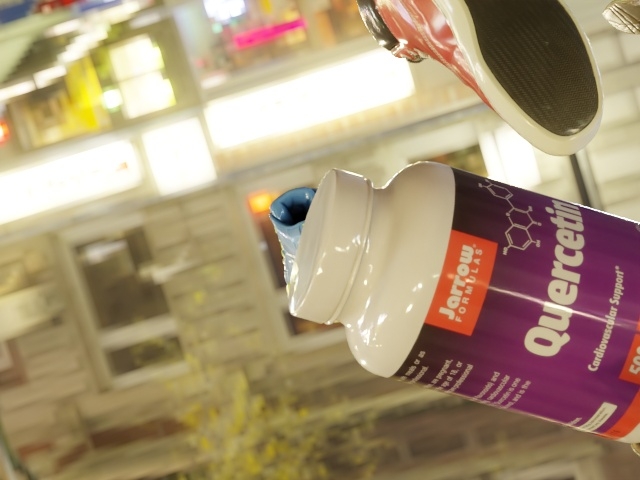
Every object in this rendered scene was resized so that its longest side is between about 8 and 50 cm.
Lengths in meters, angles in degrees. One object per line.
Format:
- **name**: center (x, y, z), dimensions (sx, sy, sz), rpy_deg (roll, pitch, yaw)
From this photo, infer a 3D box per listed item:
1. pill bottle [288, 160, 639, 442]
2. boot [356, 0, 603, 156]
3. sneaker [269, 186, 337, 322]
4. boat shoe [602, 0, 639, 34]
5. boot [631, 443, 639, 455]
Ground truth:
- **pill bottle**: center (0.145, 0.044, 1.475), dimensions (0.323, 0.181, 0.181), rpy_deg (16, -179, -10)
- **boot**: center (0.118, -0.147, 1.397), dimensions (0.088, 0.244, 0.176), rpy_deg (-32, 167, -18)
- **sneaker**: center (0.000, 0.000, 1.731), dimensions (0.091, 0.126, 0.240), rpy_deg (-26, -170, -10)
- **boat shoe**: center (0.384, -0.283, 2.091), dimensions (0.048, 0.056, 0.153), rpy_deg (-55, -171, -20)
- **boot**: center (0.403, 0.161, 1.609), dimensions (0.213, 0.077, 0.165), rpy_deg (-26, 151, 38)
